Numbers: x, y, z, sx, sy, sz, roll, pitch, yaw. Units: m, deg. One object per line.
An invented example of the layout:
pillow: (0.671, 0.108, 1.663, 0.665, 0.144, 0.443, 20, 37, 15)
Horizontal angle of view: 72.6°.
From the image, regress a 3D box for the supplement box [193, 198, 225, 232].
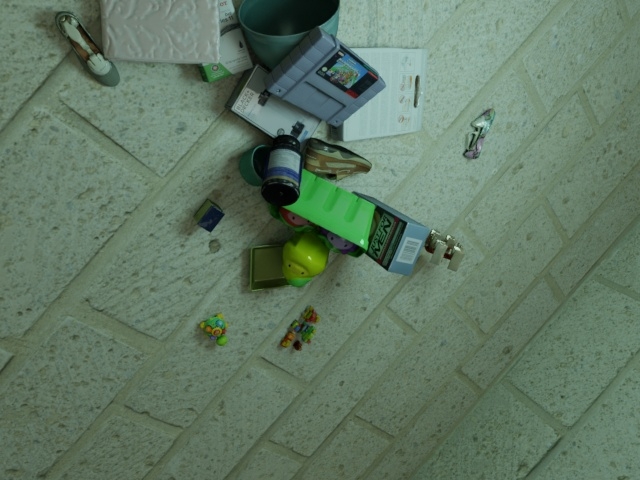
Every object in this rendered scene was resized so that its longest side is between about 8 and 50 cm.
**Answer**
supplement box: (-0.380, -0.085, 1.486, 0.056, 0.083, 0.083, 37, 92, -34)

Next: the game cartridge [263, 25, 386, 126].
game cartridge: (0.028, -0.474, 1.316, 0.230, 0.068, 0.355, -29, 158, 31)

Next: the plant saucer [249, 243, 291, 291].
plant saucer: (-0.187, 0.095, 1.686, 0.188, 0.045, 0.189, -5, 113, -25)

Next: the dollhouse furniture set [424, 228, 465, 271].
dollhouse furniture set: (0.477, 0.040, 1.893, 0.259, 0.262, 0.135, 20, 106, 2)

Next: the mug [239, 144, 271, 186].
mug: (-0.201, -0.250, 1.487, 0.157, 0.097, 0.130, -6, 87, -47)

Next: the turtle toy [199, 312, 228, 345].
turtle toy: (-0.399, 0.349, 1.679, 0.095, 0.066, 0.130, -27, 121, -14)

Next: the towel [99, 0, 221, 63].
towel: (-0.426, -0.648, 1.160, 0.316, 0.053, 0.332, 2, 104, -4)

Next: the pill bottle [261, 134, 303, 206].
pill bottle: (-0.118, -0.229, 1.396, 0.122, 0.219, 0.123, 2, 147, 2)

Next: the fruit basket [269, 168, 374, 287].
fruit basket: (-0.026, -0.010, 1.538, 0.391, 0.283, 0.392, 1, 81, -4)

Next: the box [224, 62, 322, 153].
box: (-0.149, -0.430, 1.448, 0.290, 0.087, 0.169, 30, 96, -33)

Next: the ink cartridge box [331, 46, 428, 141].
ink cartridge box: (0.217, -0.541, 1.599, 0.384, 0.091, 0.308, -15, 117, -30)

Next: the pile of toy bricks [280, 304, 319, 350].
pile of toy bricks: (-0.063, 0.394, 1.845, 0.118, 0.105, 0.212, 37, 93, -34)

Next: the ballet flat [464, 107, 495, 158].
ballet flat: (0.674, -0.461, 1.866, 0.079, 0.077, 0.222, 13, 106, -10)

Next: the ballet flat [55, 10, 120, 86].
ballet flat: (-0.631, -0.511, 1.180, 0.072, 0.068, 0.213, -37, 123, -7)

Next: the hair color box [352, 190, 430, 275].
hair color box: (0.222, -0.036, 1.636, 0.113, 0.374, 0.186, 13, 106, -31)

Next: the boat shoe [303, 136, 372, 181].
boat shoe: (0.055, -0.278, 1.576, 0.324, 0.122, 0.120, 6, 115, -46)

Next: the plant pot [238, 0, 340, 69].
plant pot: (-0.081, -0.611, 1.312, 0.293, 0.293, 0.196, -29, 149, -13)

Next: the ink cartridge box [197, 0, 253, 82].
ink cartridge box: (-0.310, -0.597, 1.292, 0.153, 0.087, 0.209, -26, 120, -14)
